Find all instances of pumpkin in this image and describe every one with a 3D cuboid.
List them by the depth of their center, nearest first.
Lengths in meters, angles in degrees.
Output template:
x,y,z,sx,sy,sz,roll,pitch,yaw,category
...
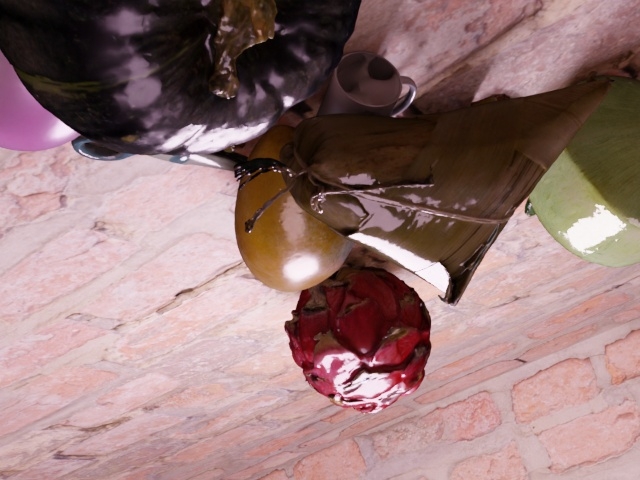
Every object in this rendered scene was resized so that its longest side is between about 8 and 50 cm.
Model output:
x,y,z,sx,sy,sz,roll,pitch,yaw,category
-0.118,-0.226,0.741,0.323,0.241,0.323,-18,123,-30,pumpkin

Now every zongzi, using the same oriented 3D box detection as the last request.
x,y,z,sx,sy,sz,roll,pitch,yaw,category
0.130,-0.144,1.155,0.447,0.181,0.418,26,114,-36,zongzi

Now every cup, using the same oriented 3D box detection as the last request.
x,y,z,sx,sy,sz,roll,pitch,yaw,category
0.070,-0.192,1.265,0.135,0.099,0.133,12,148,-10,cup

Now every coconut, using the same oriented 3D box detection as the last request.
x,y,z,sx,sy,sz,roll,pitch,yaw,category
0.496,-0.119,1.448,0.281,0.329,0.328,10,149,-11,coconut

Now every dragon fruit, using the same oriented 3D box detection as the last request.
x,y,z,sx,sy,sz,roll,pitch,yaw,category
0.088,0.205,1.862,0.329,0.329,0.329,-13,155,-6,dragon fruit

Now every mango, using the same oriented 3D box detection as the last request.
x,y,z,sx,sy,sz,roll,pitch,yaw,category
-0.040,-0.045,1.388,0.221,0.198,0.384,-54,162,-23,mango

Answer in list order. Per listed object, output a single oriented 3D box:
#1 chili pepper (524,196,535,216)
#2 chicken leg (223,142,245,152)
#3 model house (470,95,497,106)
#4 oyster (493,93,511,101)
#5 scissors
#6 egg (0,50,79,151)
x,y,z,sx,sy,sz,roll,pitch,yaw,category
0.460,-0.094,1.792,0.118,0.035,0.055,-42,158,27,chili pepper
-0.118,-0.231,1.068,0.201,0.153,0.429,1,160,-7,chicken leg
0.191,-0.125,1.401,0.135,0.220,0.207,0,-169,-13,model house
0.314,-0.209,1.469,0.132,0.029,0.086,-2,151,-24,oyster
-0.218,-0.138,1.291,0.289,0.041,0.138,11,148,-40,scissors
-0.295,-0.217,0.898,0.196,0.196,0.271,-3,142,-25,egg
